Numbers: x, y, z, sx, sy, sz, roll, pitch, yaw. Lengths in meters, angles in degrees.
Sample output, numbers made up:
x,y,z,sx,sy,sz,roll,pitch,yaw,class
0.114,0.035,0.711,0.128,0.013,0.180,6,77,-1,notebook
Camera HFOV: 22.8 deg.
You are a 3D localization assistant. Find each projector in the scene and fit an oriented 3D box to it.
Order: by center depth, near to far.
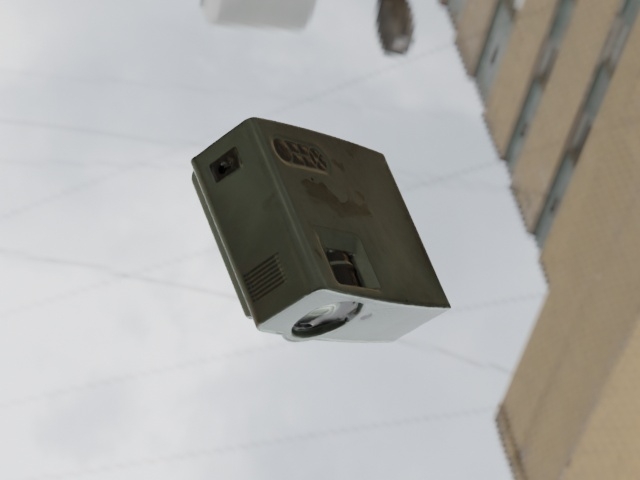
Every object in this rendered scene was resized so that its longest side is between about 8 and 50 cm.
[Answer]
x,y,z,sx,sy,sz,roll,pitch,yaw,class
0.000,0.000,0.917,0.147,0.061,0.115,10,-130,-56,projector
